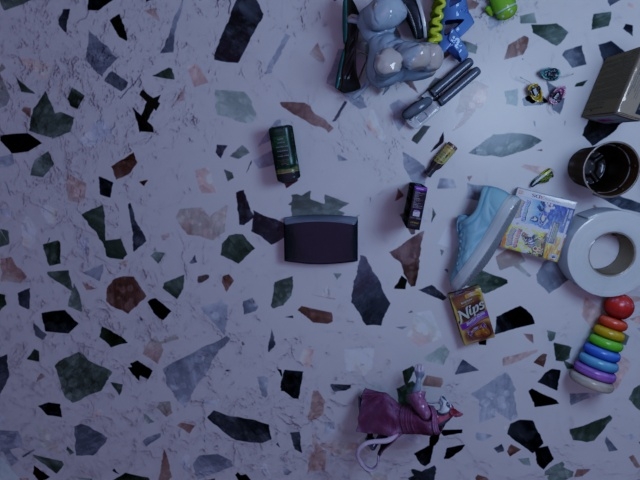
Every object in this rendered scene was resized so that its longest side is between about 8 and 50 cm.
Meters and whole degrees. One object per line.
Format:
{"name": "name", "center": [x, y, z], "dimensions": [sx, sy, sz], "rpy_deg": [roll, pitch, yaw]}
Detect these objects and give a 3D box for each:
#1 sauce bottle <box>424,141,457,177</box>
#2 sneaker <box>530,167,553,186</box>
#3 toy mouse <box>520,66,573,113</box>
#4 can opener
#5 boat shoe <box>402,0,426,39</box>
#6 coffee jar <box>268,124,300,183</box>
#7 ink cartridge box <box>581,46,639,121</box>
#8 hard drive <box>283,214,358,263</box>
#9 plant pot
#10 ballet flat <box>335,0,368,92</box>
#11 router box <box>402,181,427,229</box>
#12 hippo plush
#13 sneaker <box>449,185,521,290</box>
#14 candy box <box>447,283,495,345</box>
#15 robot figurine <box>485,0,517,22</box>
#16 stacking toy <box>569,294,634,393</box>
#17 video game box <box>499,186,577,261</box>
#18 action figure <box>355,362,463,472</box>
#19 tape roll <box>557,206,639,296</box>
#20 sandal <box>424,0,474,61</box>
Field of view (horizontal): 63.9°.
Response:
{"name": "sauce bottle", "center": [0.390, -0.261, 1.672], "dimensions": [0.042, 0.042, 0.128], "rpy_deg": [37, 99, -4]}
{"name": "sneaker", "center": [0.724, -0.198, 1.672], "dimensions": [0.083, 0.031, 0.035], "rpy_deg": [-40, 97, 9]}
{"name": "toy mouse", "center": [0.726, -0.486, 1.616], "dimensions": [0.143, 0.031, 0.161], "rpy_deg": [-33, 98, 9]}
{"name": "can opener", "center": [0.381, -0.460, 1.615], "dimensions": [0.280, 0.093, 0.074], "rpy_deg": [-40, 96, 5]}
{"name": "boat shoe", "center": [0.240, -0.745, 1.557], "dimensions": [0.091, 0.114, 0.303], "rpy_deg": [-20, 87, 6]}
{"name": "coffee jar", "center": [-0.115, -0.279, 1.668], "dimensions": [0.079, 0.096, 0.185], "rpy_deg": [-9, 100, 3]}
{"name": "ink cartridge box", "center": [0.891, -0.449, 1.511], "dimensions": [0.088, 0.235, 0.193], "rpy_deg": [17, 102, 0]}
{"name": "hard drive", "center": [0.000, 0.000, 1.737], "dimensions": [0.254, 0.054, 0.172], "rpy_deg": [0, 101, 3]}
{"name": "plant pot", "center": [0.862, -0.226, 1.592], "dimensions": [0.166, 0.165, 0.167], "rpy_deg": [1, 102, 3]}
{"name": "ballet flat", "center": [0.105, -0.605, 1.602], "dimensions": [0.096, 0.095, 0.281], "rpy_deg": [3, 112, -7]}
{"name": "router box", "center": [0.299, -0.113, 1.636], "dimensions": [0.046, 0.179, 0.133], "rpy_deg": [10, 101, 3]}
{"name": "hippo plush", "center": [0.214, -0.582, 1.494], "dimensions": [0.234, 0.294, 0.237], "rpy_deg": [-13, 92, -13]}
{"name": "sneaker", "center": [0.505, -0.012, 1.692], "dimensions": [0.150, 0.135, 0.366], "rpy_deg": [37, 110, 29]}
{"name": "candy box", "center": [0.517, 0.256, 1.762], "dimensions": [0.109, 0.053, 0.187], "rpy_deg": [-18, 98, 7]}
{"name": "robot figurine", "center": [0.554, -0.725, 1.560], "dimensions": [0.101, 0.067, 0.115], "rpy_deg": [-21, 101, 35]}
{"name": "stacking toy", "center": [0.955, 0.334, 1.724], "dimensions": [0.141, 0.141, 0.330], "rpy_deg": [16, 95, 0]}
{"name": "video game box", "center": [0.706, -0.053, 1.673], "dimensions": [0.187, 0.048, 0.205], "rpy_deg": [16, 102, 18]}
{"name": "action figure", "center": [0.289, 0.597, 1.722], "dimensions": [0.370, 0.276, 0.248], "rpy_deg": [-15, 120, 33]}
{"name": "tape roll", "center": [0.927, 0.034, 1.673], "dimensions": [0.286, 0.100, 0.286], "rpy_deg": [1, 101, 3]}
{"name": "sandal", "center": [0.402, -0.671, 1.558], "dimensions": [0.138, 0.126, 0.318], "rpy_deg": [9, 111, 0]}
